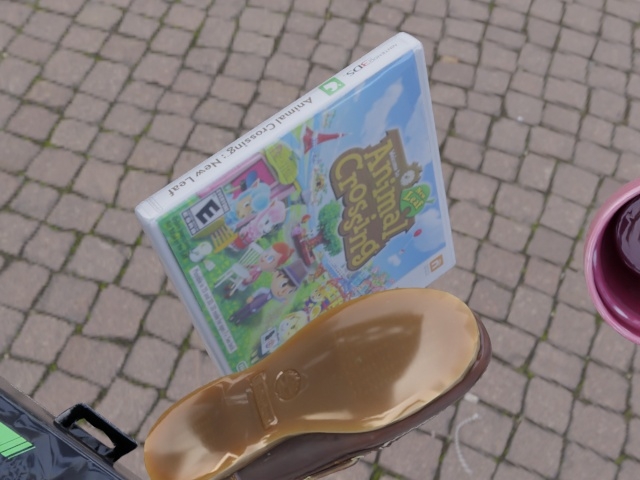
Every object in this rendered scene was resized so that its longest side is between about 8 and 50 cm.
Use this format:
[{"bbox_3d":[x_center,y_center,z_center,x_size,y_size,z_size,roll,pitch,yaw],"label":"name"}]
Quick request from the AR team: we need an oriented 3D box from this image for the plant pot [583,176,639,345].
[{"bbox_3d":[0.402,0.008,1.102,0.201,0.201,0.180,20,17,8],"label":"plant pot"}]

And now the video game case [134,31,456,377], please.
[{"bbox_3d":[0.000,0.000,0.617,0.193,0.212,0.023,-35,51,-15],"label":"video game case"}]

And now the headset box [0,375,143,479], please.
[{"bbox_3d":[-0.230,0.227,0.617,0.283,0.246,0.131,-51,29,-15],"label":"headset box"}]

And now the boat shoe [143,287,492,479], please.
[{"bbox_3d":[0.003,0.088,0.528,0.207,0.073,0.073,-25,57,23],"label":"boat shoe"}]
